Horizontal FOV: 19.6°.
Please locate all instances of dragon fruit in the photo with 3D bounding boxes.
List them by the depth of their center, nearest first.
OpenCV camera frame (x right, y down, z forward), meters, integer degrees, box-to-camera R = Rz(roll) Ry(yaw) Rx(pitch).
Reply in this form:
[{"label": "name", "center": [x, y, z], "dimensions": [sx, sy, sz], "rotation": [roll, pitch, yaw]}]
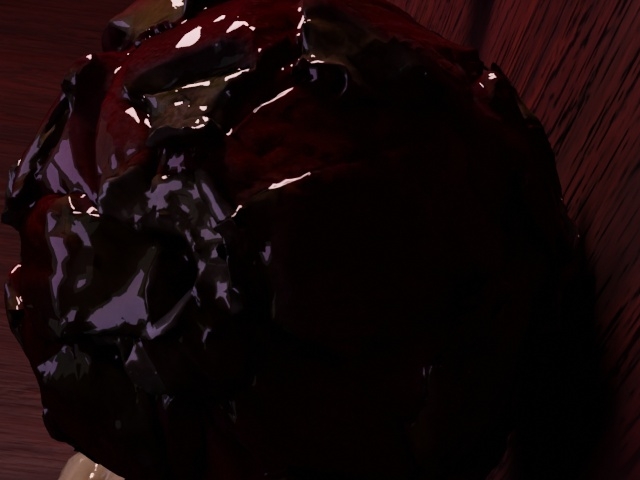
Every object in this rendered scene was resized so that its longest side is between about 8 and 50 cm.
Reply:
[{"label": "dragon fruit", "center": [-0.015, 0.016, 0.993], "dimensions": [0.329, 0.329, 0.329], "rotation": [-172, 90, -85]}]

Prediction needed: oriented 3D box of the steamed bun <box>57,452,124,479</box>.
[{"label": "steamed bun", "center": [-0.111, 0.310, 1.738], "dimensions": [0.394, 0.346, 0.237], "rotation": [-31, 24, 27]}]
